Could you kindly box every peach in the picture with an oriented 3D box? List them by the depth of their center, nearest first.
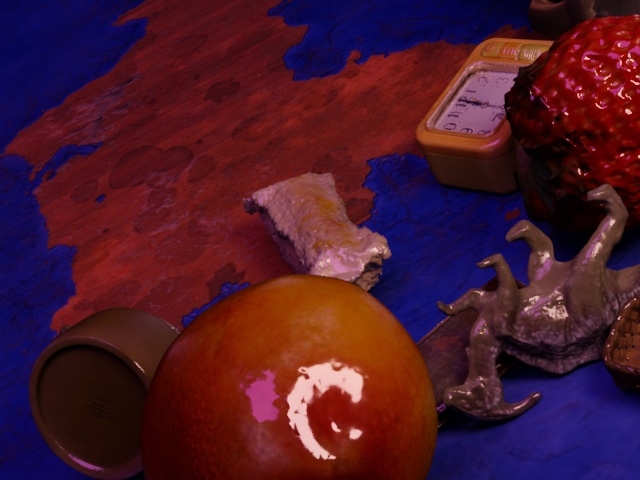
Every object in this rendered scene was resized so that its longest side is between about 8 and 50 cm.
[{"bbox_3d":[-0.027,0.184,1.227,0.308,0.308,0.332,-41,5,-13],"label":"peach"}]

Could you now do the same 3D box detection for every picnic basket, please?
[{"bbox_3d":[0.380,0.110,1.256,0.193,0.055,0.110,5,49,38],"label":"picnic basket"}]

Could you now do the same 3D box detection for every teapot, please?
[{"bbox_3d":[-0.209,0.170,1.504,0.267,0.186,0.175,25,27,14],"label":"teapot"}]

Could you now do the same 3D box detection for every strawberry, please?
[{"bbox_3d":[0.347,-0.132,1.399,0.288,0.239,0.250,-15,18,3],"label":"strawberry"}]

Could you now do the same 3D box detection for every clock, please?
[{"bbox_3d":[0.226,-0.162,1.630,0.143,0.096,0.202,13,56,38],"label":"clock"}]

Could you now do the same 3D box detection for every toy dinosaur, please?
[{"bbox_3d":[0.236,0.065,1.337,0.294,0.162,0.077,-32,9,4],"label":"toy dinosaur"}]

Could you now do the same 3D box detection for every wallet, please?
[{"bbox_3d":[0.152,0.131,1.407,0.232,0.031,0.122,-38,34,-12],"label":"wallet"}]

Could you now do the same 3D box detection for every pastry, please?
[{"bbox_3d":[0.005,-0.004,1.606,0.121,0.089,0.258,-32,38,-6],"label":"pastry"}]

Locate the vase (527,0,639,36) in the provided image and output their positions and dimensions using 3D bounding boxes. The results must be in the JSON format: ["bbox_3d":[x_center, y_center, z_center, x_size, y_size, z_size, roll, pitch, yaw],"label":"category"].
[{"bbox_3d":[0.409,-0.342,1.615,0.329,0.241,0.302,-15,29,37],"label":"vase"}]
